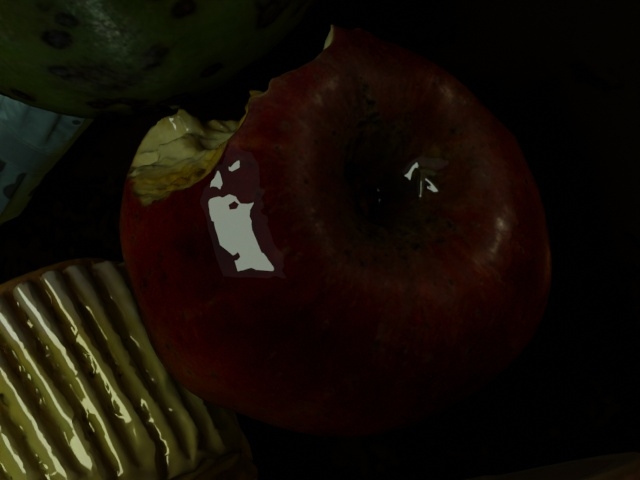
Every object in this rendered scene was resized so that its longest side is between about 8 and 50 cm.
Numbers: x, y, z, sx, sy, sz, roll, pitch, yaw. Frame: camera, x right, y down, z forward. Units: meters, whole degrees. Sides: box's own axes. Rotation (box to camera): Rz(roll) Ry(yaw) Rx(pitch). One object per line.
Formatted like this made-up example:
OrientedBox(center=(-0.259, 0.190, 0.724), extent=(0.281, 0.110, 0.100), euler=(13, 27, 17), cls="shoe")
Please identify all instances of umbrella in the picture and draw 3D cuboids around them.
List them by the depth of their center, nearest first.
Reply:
OrientedBox(center=(-0.164, -0.044, 0.973), extent=(0.250, 0.053, 0.052), euler=(-42, 63, 33), cls="umbrella")

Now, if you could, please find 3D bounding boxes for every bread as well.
OrientedBox(center=(-0.146, 0.117, 0.871), extent=(0.133, 0.179, 0.250), euler=(55, 133, 19), cls="bread")

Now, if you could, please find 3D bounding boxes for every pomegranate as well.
OrientedBox(center=(-0.083, -0.184, 0.788), extent=(0.270, 0.254, 0.254), euler=(-46, 56, 2), cls="pomegranate")

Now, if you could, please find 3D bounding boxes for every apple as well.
OrientedBox(center=(0.000, 0.007, 0.755), extent=(0.158, 0.156, 0.147), euler=(-35, 70, 62), cls="apple")

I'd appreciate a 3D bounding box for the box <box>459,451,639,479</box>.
OrientedBox(center=(-0.002, 0.209, 0.676), extent=(0.301, 0.301, 0.216), euler=(-21, 82, 41), cls="box")
